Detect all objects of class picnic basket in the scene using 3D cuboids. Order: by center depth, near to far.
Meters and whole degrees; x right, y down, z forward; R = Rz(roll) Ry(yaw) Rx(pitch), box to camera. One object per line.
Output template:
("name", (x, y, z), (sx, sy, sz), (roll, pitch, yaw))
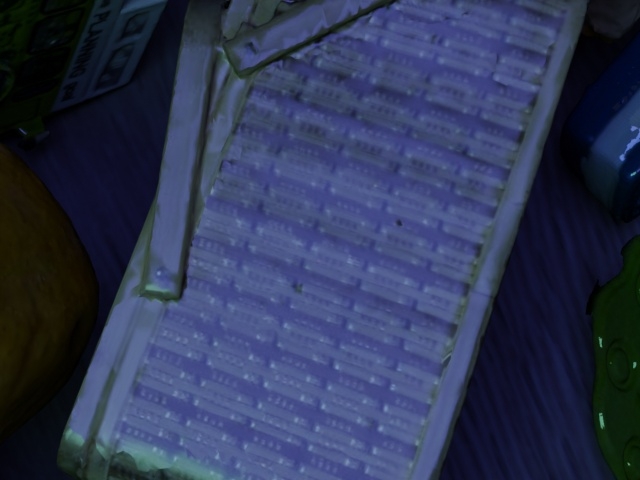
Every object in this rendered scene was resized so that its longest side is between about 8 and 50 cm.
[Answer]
("picnic basket", (0.000, 0.000, 0.772), (0.175, 0.228, 0.312), (18, 78, 4))

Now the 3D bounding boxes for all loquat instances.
("loquat", (-0.200, 0.031, 0.663), (0.187, 0.234, 0.176), (25, 116, 32))

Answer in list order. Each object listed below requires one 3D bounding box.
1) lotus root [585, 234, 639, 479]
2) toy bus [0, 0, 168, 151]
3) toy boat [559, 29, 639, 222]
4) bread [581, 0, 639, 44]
("lotus root", (0.253, 0.073, 0.786), (0.186, 0.186, 0.186), (-1, 76, 2))
("toy bus", (-0.142, -0.163, 0.778), (0.139, 0.301, 0.113), (-23, 75, -30))
("toy boat", (0.249, -0.139, 0.865), (0.062, 0.096, 0.299), (41, 80, 20))
("bread", (0.116, -0.296, 0.825), (0.279, 0.207, 0.279), (28, 71, 19))
